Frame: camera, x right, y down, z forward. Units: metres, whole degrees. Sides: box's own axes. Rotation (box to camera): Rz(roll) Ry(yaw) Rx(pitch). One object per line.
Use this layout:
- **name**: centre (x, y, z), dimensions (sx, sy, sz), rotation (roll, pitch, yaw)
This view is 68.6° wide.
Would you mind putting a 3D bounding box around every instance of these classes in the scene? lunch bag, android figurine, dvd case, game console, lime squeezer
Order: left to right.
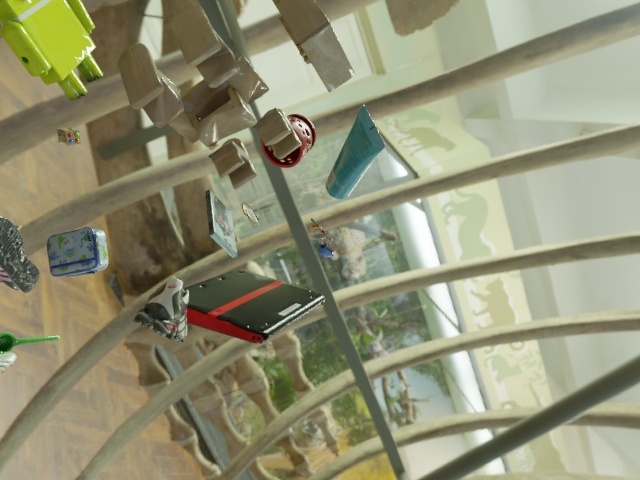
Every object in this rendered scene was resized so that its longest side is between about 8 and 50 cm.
- **lime squeezer**: centre (-0.863, 0.271, 1.229), dimensions (0.110, 0.311, 0.058), rotation (-33, -123, 58)
- **android figurine**: centre (-0.542, -0.428, 0.931), dimensions (0.248, 0.056, 0.272), rotation (-83, 160, -47)
- **lunch bag**: centre (-0.928, 0.049, 1.795), dimensions (0.090, 0.219, 0.175), rotation (22, 60, -76)
- **dvd case**: centre (-0.197, -0.033, 0.931), dimensions (0.087, 0.013, 0.119), rotation (55, 16, -50)
- **game console**: centre (-0.212, 0.183, 1.367), dimensions (0.387, 0.342, 0.060), rotation (-21, 124, -63)

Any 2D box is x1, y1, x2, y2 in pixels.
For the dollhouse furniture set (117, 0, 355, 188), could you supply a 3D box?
- **dollhouse furniture set**: centre (-0.168, -0.375, 1.018), dimensions (0.256, 0.394, 0.362), rotation (64, 11, 28)

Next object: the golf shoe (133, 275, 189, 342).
- **golf shoe**: centre (-0.338, 0.163, 1.076), dimensions (0.105, 0.120, 0.273), rotation (27, -18, -5)

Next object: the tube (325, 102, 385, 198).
- **tube**: centre (0.056, -0.138, 0.799), dimensions (0.080, 0.052, 0.207), rotation (61, -21, 12)

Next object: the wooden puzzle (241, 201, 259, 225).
- **wooden puzzle**: centre (-0.237, -0.089, 1.574), dimensions (0.116, 0.014, 0.078), rotation (46, 19, -57)

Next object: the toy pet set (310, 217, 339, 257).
- **toy pet set**: centre (0.000, 0.000, 1.583), dimensions (0.114, 0.065, 0.122), rotation (45, 2, -30)

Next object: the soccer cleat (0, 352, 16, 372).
- **soccer cleat**: centre (-1.025, 0.383, 1.420), dimensions (0.196, 0.068, 0.076), rotation (-31, 120, -55)

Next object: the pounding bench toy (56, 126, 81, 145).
- **pounding bench toy**: centre (-0.883, -0.374, 1.680), dimensions (0.083, 0.065, 0.052), rotation (-29, 132, -50)

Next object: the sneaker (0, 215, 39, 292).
- **sneaker**: centre (-0.957, 0.040, 1.391), dimensions (0.319, 0.131, 0.112), rotation (103, 5, -47)

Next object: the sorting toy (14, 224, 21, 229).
- **sorting toy**: centre (-1.305, -0.036, 1.957), dimensions (0.044, 0.083, 0.075), rotation (105, 1, -48)

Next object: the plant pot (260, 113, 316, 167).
- **plant pot**: centre (-0.118, -0.408, 1.886), dimensions (0.174, 0.191, 0.191), rotation (-47, 123, -49)
